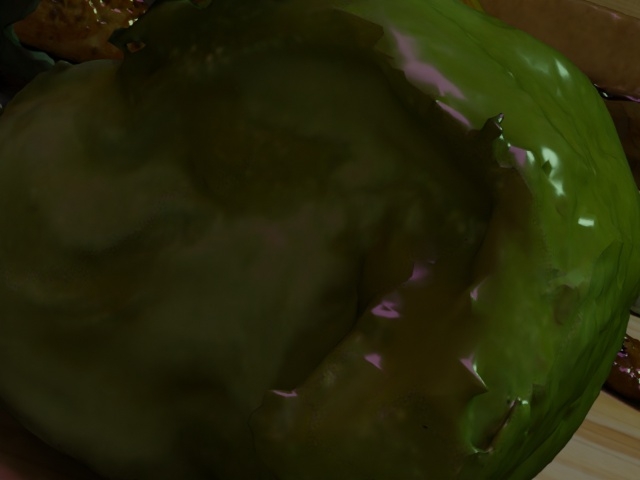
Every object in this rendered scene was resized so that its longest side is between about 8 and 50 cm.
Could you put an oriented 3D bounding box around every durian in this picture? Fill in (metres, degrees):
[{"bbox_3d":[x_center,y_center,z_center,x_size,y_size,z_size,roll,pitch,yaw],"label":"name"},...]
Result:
[{"bbox_3d":[0.000,0.000,0.673,0.255,0.205,0.339,14,10,20],"label":"durian"}]

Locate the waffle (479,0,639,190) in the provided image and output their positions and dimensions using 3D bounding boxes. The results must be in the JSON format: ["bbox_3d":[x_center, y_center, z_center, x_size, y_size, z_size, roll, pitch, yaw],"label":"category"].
[{"bbox_3d":[0.137,-0.124,1.347,0.348,0.078,0.304,24,-9,23],"label":"waffle"}]

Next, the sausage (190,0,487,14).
[{"bbox_3d":[0.037,-0.067,0.882,0.347,0.123,0.123,55,-3,-28],"label":"sausage"}]

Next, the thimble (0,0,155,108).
[{"bbox_3d":[-0.129,-0.115,0.969,0.211,0.185,0.149,-9,2,20],"label":"thimble"}]

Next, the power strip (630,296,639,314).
[{"bbox_3d":[0.383,0.053,1.219,0.367,0.106,0.043,19,14,-7],"label":"power strip"}]

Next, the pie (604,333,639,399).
[{"bbox_3d":[0.129,0.042,1.044,0.191,0.033,0.088,26,11,18],"label":"pie"}]

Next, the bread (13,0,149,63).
[{"bbox_3d":[-0.147,-0.174,1.290,0.211,0.114,0.083,18,-2,-11],"label":"bread"}]
